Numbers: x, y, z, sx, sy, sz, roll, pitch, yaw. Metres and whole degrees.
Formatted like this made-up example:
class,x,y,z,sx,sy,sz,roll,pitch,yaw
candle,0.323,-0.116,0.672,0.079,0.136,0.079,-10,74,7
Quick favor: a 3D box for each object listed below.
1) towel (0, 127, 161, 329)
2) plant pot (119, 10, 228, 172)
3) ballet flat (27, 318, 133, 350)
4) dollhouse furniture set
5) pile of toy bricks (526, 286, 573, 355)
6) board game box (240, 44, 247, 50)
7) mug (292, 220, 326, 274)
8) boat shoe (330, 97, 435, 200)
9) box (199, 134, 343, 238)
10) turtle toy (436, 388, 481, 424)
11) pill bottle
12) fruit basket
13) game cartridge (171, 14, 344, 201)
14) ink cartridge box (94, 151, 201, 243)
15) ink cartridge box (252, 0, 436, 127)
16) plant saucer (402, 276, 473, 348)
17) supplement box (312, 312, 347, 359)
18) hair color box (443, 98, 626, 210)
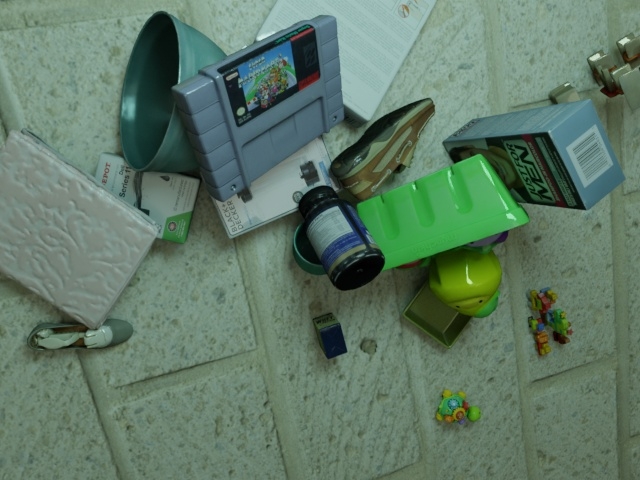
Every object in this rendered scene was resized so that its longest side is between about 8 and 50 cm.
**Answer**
class,x,y,z,sx,sy,sz,roll,pitch,yaw
towel,-0.531,-0.008,0.890,0.331,0.053,0.317,38,112,-9
plant pot,-0.255,-0.268,0.877,0.196,0.293,0.293,5,100,-42
ballet flat,-0.540,0.220,0.983,0.213,0.068,0.072,0,100,-14
dollhouse furniture set,0.746,-0.386,1.109,0.259,0.262,0.135,-28,111,28
pile of toy bricks,0.683,0.240,1.266,0.118,0.105,0.212,-17,104,-10
board game box,-0.122,-0.350,0.964,0.026,0.103,0.154,-46,107,-2
mug,0.005,0.008,1.056,0.129,0.097,0.158,35,67,10
boat shoe,0.160,-0.215,1.030,0.324,0.122,0.120,-42,113,-21
box,-0.113,-0.137,1.013,0.289,0.087,0.169,-23,104,-9
turtle toy,0.402,0.492,1.263,0.130,0.066,0.095,12,97,-15
pill bottle,0.037,-0.012,0.936,0.122,0.219,0.123,-20,146,-14
fruit basket,0.300,0.030,1.007,0.391,0.283,0.392,3,97,24
game cartridge,-0.089,-0.255,0.822,0.355,0.068,0.230,-41,147,-27
ink cartridge box,-0.382,-0.092,0.955,0.208,0.087,0.153,14,96,-14
ink cartridge box,0.066,-0.509,1.003,0.308,0.091,0.385,31,83,-16
plant saucer,0.336,0.173,1.201,0.188,0.045,0.188,37,90,-16
supplement box,0.024,0.243,1.116,0.056,0.083,0.083,-17,103,-10
hair color box,0.457,-0.189,0.992,0.113,0.374,0.185,-37,106,-5
